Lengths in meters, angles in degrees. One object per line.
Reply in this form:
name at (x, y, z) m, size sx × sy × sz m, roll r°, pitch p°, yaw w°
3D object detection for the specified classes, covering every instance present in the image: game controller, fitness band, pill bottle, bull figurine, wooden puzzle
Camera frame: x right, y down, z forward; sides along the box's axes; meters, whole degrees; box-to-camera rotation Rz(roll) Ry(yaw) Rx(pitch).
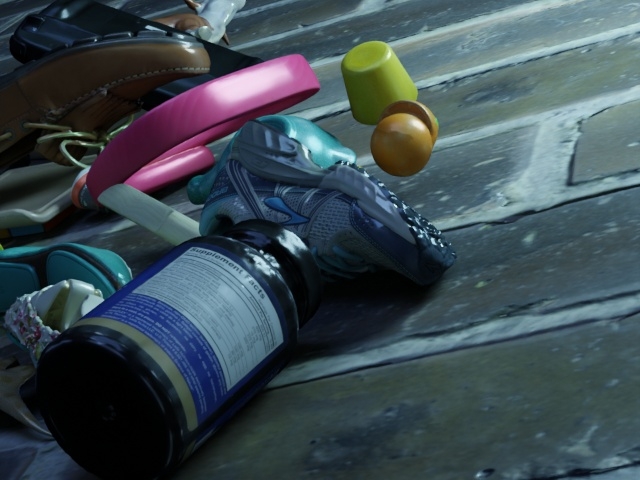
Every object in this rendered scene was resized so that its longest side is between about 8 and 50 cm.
game controller at (-0.218, -0.221, 2.083) m, size 0.319 × 0.067 × 0.166 m, roll 21°, pitch 28°, yaw 14°
fitness band at (-0.125, -0.119, 1.770) m, size 0.291 × 0.054 × 0.209 m, roll -27°, pitch -5°, yaw -47°
pill bottle at (-0.092, 0.071, 1.213) m, size 0.122 × 0.123 × 0.219 m, roll -6°, pitch 22°, yaw 36°
bull figurine at (-0.223, -0.268, 2.382) m, size 0.310 × 0.101 × 0.188 m, roll -25°, pitch 20°, yaw -18°
wooden puzzle at (-0.339, -0.046, 1.958) m, size 0.221 × 0.044 × 0.238 m, roll -7°, pitch 17°, yaw 34°

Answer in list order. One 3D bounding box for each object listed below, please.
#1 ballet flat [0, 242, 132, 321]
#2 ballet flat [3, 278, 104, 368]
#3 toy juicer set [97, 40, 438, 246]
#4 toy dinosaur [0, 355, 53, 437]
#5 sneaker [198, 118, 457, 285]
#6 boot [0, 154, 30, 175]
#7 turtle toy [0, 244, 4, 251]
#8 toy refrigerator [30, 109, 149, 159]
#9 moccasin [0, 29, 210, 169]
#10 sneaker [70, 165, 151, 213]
ballet flat at (-0.223, 0.037, 1.527) m, size 0.087 × 0.083 × 0.247 m, roll -16°, pitch 13°, yaw -43°
ballet flat at (-0.195, 0.075, 1.358) m, size 0.091 × 0.077 × 0.241 m, roll 16°, pitch 9°, yaw -27°
toy juicer set at (-0.031, -0.048, 1.599) m, size 0.329 × 0.089 × 0.209 m, roll -29°, pitch 39°, yaw -4°
toy dinosaur at (-0.267, 0.123, 1.356) m, size 0.092 × 0.053 × 0.183 m, roll -22°, pitch 18°, yaw -12°
sneaker at (0.000, 0.000, 1.407) m, size 0.122 × 0.110 × 0.283 m, roll -56°, pitch 38°, yaw -6°
boot at (-0.552, -0.076, 2.145) m, size 0.338 × 0.118 × 0.222 m, roll -7°, pitch 26°, yaw 42°
turtle toy at (-0.352, 0.020, 1.708) m, size 0.066 × 0.095 × 0.130 m, roll -42°, pitch 18°, yaw 1°
toy refrigerator at (-0.337, -0.171, 2.216) m, size 0.269 × 0.102 × 0.094 m, roll 0°, pitch 26°, yaw 47°
moccasin at (-0.300, -0.138, 1.923) m, size 0.380 × 0.147 × 0.139 m, roll -19°, pitch -3°, yaw 7°
sneaker at (-0.200, -0.068, 1.873) m, size 0.065 × 0.061 × 0.158 m, roll 29°, pitch 49°, yaw 36°
